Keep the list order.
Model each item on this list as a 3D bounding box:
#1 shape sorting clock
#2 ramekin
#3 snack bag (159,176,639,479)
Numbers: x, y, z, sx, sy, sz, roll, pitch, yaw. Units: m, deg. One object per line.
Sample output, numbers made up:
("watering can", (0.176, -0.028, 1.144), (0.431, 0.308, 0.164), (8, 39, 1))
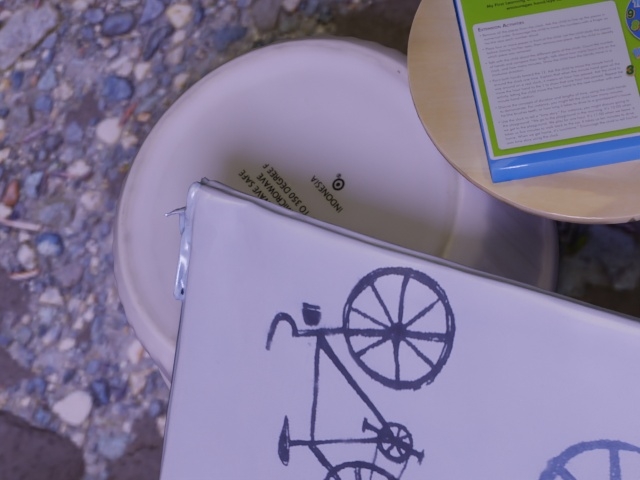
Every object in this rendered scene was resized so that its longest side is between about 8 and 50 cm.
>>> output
("shape sorting clock", (0.152, -0.101, 0.859), (0.206, 0.040, 0.206), (-2, 68, 5))
("ramekin", (0.000, 0.000, 0.931), (0.273, 0.127, 0.272), (-7, 68, 17))
("snack bag", (0.054, 0.160, 0.807), (0.343, 0.037, 0.323), (17, 111, 23))
